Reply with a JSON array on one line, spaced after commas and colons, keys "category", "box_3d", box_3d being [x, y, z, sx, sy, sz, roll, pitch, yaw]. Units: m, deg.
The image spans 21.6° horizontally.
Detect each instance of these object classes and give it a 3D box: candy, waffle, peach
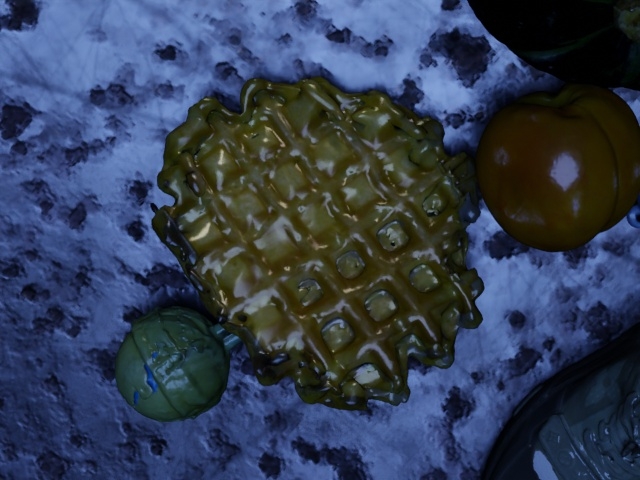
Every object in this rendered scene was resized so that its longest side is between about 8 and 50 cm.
[{"category": "candy", "box_3d": [-0.019, 0.045, 1.394, 0.336, 0.092, 0.093, -29, 63, 0]}, {"category": "waffle", "box_3d": [0.000, -0.001, 1.342, 0.281, 0.060, 0.262, 10, 81, -4]}, {"category": "peach", "box_3d": [0.190, -0.057, 1.327, 0.138, 0.138, 0.138, 0, 102, 2]}]

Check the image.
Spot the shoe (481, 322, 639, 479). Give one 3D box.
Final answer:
[{"category": "shoe", "box_3d": [0.250, 0.153, 1.361, 0.293, 0.149, 0.109, -42, 99, 9]}]

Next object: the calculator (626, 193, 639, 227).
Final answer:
[{"category": "calculator", "box_3d": [0.347, -0.059, 1.366, 0.210, 0.039, 0.121, -25, 99, 8]}]

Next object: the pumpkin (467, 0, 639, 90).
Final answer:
[{"category": "pumpkin", "box_3d": [0.242, -0.237, 1.207, 0.315, 0.238, 0.315, 0, 142, 0]}]
